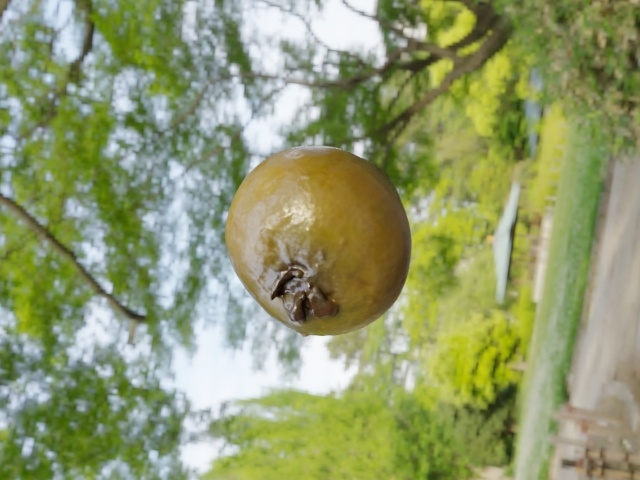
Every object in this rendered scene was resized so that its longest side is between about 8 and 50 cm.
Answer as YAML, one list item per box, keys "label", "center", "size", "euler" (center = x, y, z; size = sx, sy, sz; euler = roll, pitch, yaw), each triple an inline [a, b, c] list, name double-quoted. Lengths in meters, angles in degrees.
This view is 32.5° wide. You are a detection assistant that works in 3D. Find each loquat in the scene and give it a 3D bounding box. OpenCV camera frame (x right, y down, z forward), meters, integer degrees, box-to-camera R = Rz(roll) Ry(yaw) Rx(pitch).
- label: "loquat"
  center: [0.000, 0.000, 0.849]
  size: [0.163, 0.137, 0.163]
  euler: [51, -153, -40]
